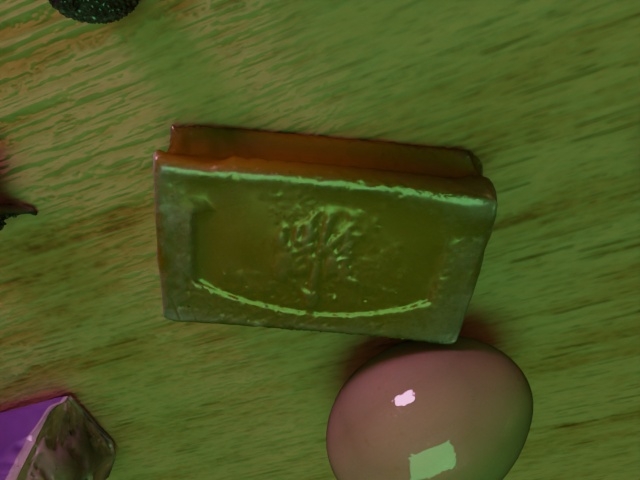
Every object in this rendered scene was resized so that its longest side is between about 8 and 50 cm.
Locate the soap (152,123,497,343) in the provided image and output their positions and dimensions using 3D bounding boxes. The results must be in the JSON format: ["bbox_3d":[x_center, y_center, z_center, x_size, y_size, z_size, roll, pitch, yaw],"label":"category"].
[{"bbox_3d":[0.000,0.000,0.554,0.315,0.091,0.199,7,123,-1],"label":"soap"}]

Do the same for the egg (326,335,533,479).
[{"bbox_3d":[0.119,0.205,0.619,0.241,0.186,0.186,-35,115,11],"label":"egg"}]

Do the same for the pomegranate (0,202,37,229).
[{"bbox_3d":[-0.363,-0.040,0.536,0.122,0.122,0.161,-33,144,20],"label":"pomegranate"}]

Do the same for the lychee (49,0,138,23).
[{"bbox_3d":[-0.187,-0.210,0.442,0.083,0.068,0.067,13,80,-25],"label":"lychee"}]

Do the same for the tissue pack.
[{"bbox_3d":[-0.468,0.352,0.697,0.338,0.242,0.160,-17,119,11],"label":"tissue pack"}]
